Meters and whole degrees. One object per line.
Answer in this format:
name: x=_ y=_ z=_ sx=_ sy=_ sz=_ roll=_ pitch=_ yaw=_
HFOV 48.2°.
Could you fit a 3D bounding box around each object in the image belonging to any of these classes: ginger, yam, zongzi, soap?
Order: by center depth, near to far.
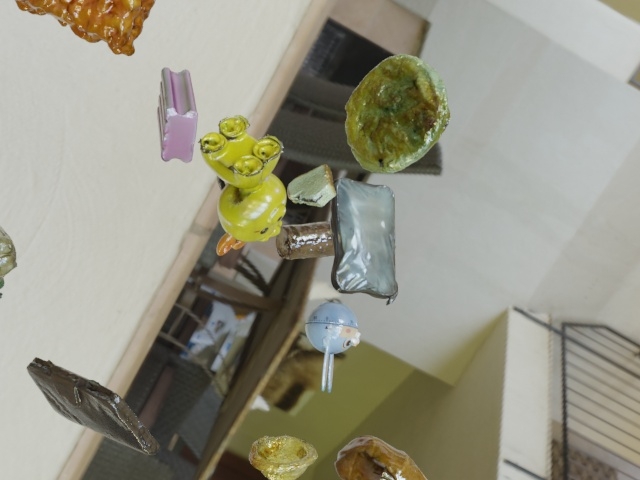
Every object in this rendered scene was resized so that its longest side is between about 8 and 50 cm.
soap: x=-0.298 y=-0.261 z=1.479 sx=0.203 sy=0.065 sz=0.122 roll=-110 pitch=-152 yaw=-49
ginger: x=0.159 y=0.556 z=1.496 sx=0.172 sy=0.321 sz=0.165 roll=-26 pitch=162 yaw=3
zongzi: x=-0.819 y=0.101 z=1.739 sx=0.274 sy=0.145 sz=0.300 roll=26 pitch=-64 yaw=48
yam: x=0.000 y=-0.001 z=2.364 sx=0.131 sy=0.280 sz=0.131 roll=175 pitch=-90 yaw=-67

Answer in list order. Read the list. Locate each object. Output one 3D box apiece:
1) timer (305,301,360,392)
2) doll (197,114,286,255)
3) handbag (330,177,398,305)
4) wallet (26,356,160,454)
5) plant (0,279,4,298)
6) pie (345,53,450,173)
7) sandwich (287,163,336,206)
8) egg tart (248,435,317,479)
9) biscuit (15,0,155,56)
timer: x=0.048 y=0.303 z=2.111 sx=0.175 sy=0.175 sz=0.255 roll=129 pitch=-52 yaw=-59
doll: x=-0.113 y=-0.068 z=1.071 sx=0.143 sy=0.135 sz=0.221 roll=-49 pitch=159 yaw=-29
handbag: x=0.115 y=-0.002 z=1.845 sx=0.075 sy=0.192 sz=0.332 roll=-32 pitch=-126 yaw=56
wallet: x=-0.438 y=0.312 z=1.345 sx=0.309 sy=0.165 sz=0.042 roll=8 pitch=-135 yaw=39
plant: x=-0.914 y=0.125 z=2.010 sx=0.051 sy=0.051 sz=0.102 roll=-69 pitch=-178 yaw=-47
pie: x=0.165 y=-0.287 z=1.625 sx=0.078 sy=0.277 sz=0.277 roll=20 pitch=102 yaw=-52
sandwich: x=-0.021 y=-0.105 z=1.490 sx=0.105 sy=0.036 sz=0.093 roll=-21 pitch=-137 yaw=17
egg tart: x=-0.116 y=0.671 z=2.187 sx=0.212 sy=0.213 sz=0.090 roll=-88 pitch=179 yaw=-76
biscuit: x=-0.458 y=-0.558 z=1.405 sx=0.318 sy=0.312 sz=0.110 roll=-66 pitch=171 yaw=18
